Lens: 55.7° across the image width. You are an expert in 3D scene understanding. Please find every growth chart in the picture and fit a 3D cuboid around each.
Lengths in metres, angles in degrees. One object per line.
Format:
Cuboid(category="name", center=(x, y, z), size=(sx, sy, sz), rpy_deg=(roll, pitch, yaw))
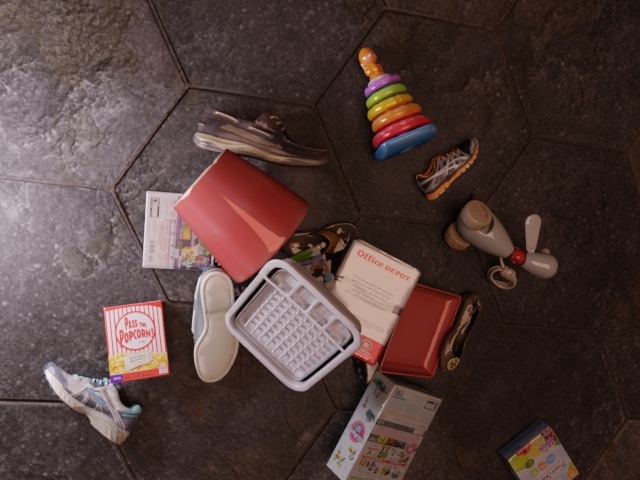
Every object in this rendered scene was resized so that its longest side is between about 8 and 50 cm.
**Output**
Cuboid(category="growth chart", center=(-0.026, 0.117, 1.561), size=(0.021, 0.172, 0.237), rpy_deg=(27, 47, -38))

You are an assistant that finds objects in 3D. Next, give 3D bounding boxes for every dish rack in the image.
Cuboid(category="dish rack", center=(-0.063, 0.200, 1.468), size=(0.285, 0.072, 0.333), rpy_deg=(43, 131, 1))

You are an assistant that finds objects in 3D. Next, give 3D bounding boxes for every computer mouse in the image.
Cuboid(category="computer mouse", center=(-0.219, 0.163, 1.643), size=(0.106, 0.042, 0.193), rpy_deg=(-3, 92, -17))

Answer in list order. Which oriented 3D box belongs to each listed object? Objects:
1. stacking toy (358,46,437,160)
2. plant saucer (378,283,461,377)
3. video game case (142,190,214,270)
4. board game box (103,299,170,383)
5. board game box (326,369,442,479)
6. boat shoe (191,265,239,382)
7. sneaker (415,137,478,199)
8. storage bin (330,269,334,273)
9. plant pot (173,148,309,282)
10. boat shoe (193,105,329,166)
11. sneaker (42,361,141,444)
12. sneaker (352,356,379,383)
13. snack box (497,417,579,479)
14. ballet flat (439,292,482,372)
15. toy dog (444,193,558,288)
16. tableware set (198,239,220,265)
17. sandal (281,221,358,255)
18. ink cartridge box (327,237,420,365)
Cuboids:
Cuboid(category="stacking toy", center=(0.177, -0.381, 1.627), size=(0.165, 0.175, 0.302), rpy_deg=(-23, 87, -4))
Cuboid(category="plant saucer", center=(0.273, 0.254, 1.714), size=(0.258, 0.047, 0.259), rpy_deg=(18, 92, -44))
Cuboid(category="video game case", center=(-0.368, -0.024, 1.594), size=(0.183, 0.023, 0.201), rpy_deg=(4, 95, -13))
Cuboid(category="board game box", center=(-0.474, 0.261, 1.567), size=(0.146, 0.045, 0.193), rpy_deg=(-8, 82, -12))
Cuboid(category="board game box", center=(0.185, 0.542, 1.712), size=(0.224, 0.097, 0.303), rpy_deg=(27, 90, -37))
Cuboid(category="boat shoe", center=(-0.283, 0.219, 1.603), size=(0.116, 0.099, 0.319), rpy_deg=(-3, 109, -22))
Cuboid(category="sneaker", center=(0.359, -0.215, 1.709), size=(0.083, 0.084, 0.215), rpy_deg=(44, 87, -9))
Cuboid(category="storage bin", center=(0.001, 0.177, 1.671), size=(0.122, 0.084, 0.180), rpy_deg=(-2, 96, -12))
Cuboid(category="plant pot", center=(-0.205, -0.072, 1.479), size=(0.243, 0.275, 0.275), rpy_deg=(42, 86, -13))
Cuboid(category="boat shoe", center=(-0.143, -0.268, 1.561), size=(0.355, 0.132, 0.130), rpy_deg=(9, 95, -15))
Cuboid(category="sneaker", center=(-0.587, 0.395, 1.568), size=(0.283, 0.110, 0.122), rpy_deg=(47, 68, -16))
Cuboid(category="sneaker", center=(0.148, 0.266, 1.718), size=(0.108, 0.100, 0.271), rpy_deg=(-9, 104, -24))
Cuboid(category="snack box", center=(0.683, 0.695, 1.896), size=(0.174, 0.070, 0.207), rpy_deg=(-36, 105, -7))
Cuboid(category="ballet flat", center=(0.417, 0.275, 1.780), size=(0.084, 0.058, 0.250), rpy_deg=(23, 88, -49))
Cuboid(category="toy dog", center=(0.515, -0.022, 1.730), size=(0.333, 0.220, 0.161), rpy_deg=(38, 56, -22))
Cuboid(category="tableware set", center=(-0.242, -0.013, 1.612), size=(0.154, 0.024, 0.104), rpy_deg=(-38, 110, -17))
Cuboid(category="sandal", center=(0.000, 0.000, 1.661), size=(0.219, 0.060, 0.090), rpy_deg=(-5, 98, -12))
Cuboid(category="ink cartridge box", center=(0.108, 0.153, 1.579), size=(0.197, 0.114, 0.273), rpy_deg=(27, 91, -6))
